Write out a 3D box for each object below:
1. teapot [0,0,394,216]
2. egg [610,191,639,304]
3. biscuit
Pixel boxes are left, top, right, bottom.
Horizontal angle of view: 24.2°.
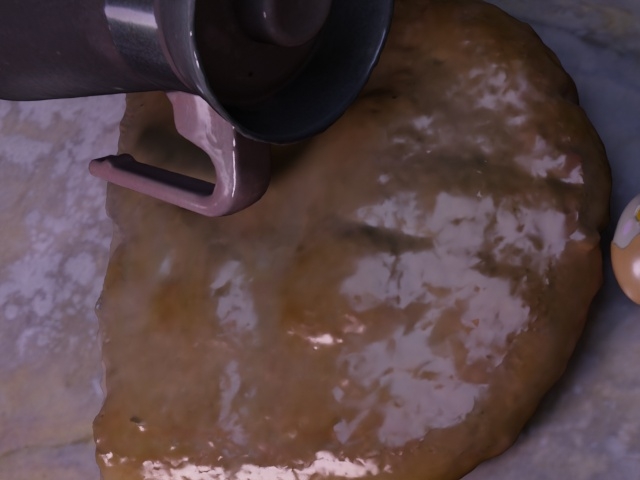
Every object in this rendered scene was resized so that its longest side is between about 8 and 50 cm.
[{"bbox_3d":[-0.137,-0.180,1.102,0.344,0.253,0.300,20,121,40],"label":"teapot"},{"bbox_3d":[0.234,0.005,1.028,0.071,0.071,0.083,27,83,36],"label":"egg"},{"bbox_3d":[-0.001,-0.001,1.137,0.446,0.104,0.429,4,70,30],"label":"biscuit"}]
